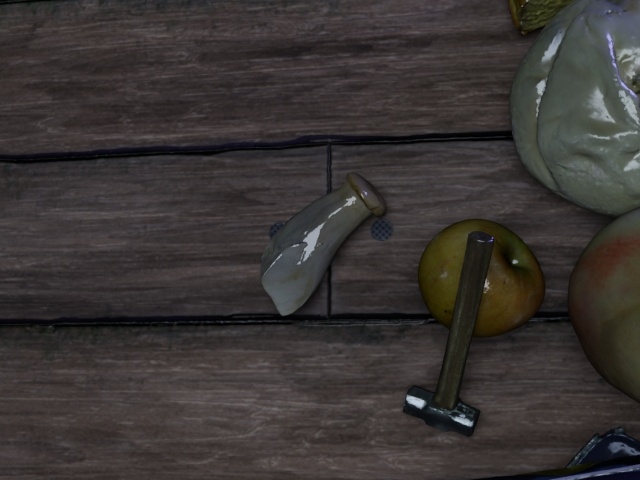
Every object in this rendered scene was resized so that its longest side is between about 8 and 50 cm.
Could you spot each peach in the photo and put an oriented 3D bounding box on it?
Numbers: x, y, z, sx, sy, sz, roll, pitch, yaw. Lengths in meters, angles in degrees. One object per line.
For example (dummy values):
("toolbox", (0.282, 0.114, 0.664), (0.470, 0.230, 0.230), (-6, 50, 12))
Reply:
("peach", (0.472, 0.098, 1.497), (0.292, 0.247, 0.292), (23, 129, 32))

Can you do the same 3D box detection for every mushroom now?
("mushroom", (-0.008, -0.002, 1.714), (0.247, 0.096, 0.108), (-48, 50, 0))

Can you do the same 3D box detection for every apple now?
("apple", (0.232, 0.058, 1.617), (0.155, 0.182, 0.182), (-39, 74, 38))

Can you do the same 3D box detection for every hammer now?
("hammer", (0.196, 0.133, 1.555), (0.111, 0.043, 0.365), (19, 130, 15))

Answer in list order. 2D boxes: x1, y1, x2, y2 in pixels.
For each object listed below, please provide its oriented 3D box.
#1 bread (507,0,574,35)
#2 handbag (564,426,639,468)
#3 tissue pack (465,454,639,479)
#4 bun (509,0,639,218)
("bread", (0.379, -0.425, 1.656), (0.229, 0.143, 0.139), (-24, 79, 6))
("handbag", (0.435, 0.470, 1.537), (0.329, 0.122, 0.303), (41, 91, 15))
("tissue pack", (0.328, 0.413, 1.376), (0.417, 0.253, 0.264), (-12, 79, 9))
("bun", (0.449, -0.205, 1.575), (0.365, 0.219, 0.365), (-2, 78, 11))
